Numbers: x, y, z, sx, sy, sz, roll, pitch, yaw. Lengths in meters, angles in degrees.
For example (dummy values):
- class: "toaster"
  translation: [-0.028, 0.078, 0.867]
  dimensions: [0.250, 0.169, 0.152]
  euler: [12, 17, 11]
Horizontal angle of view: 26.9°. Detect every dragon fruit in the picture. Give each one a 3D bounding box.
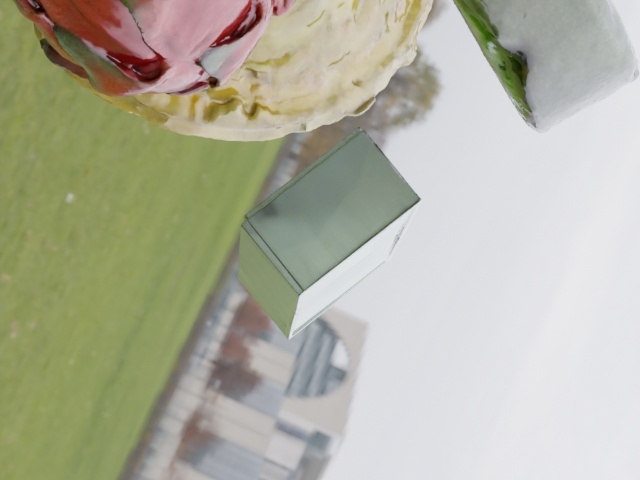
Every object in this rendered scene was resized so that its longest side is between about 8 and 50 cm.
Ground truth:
- class: "dragon fruit"
  translation: [-0.075, -0.126, 0.547]
  dimensions: [0.130, 0.142, 0.121]
  euler: [-63, -163, 7]

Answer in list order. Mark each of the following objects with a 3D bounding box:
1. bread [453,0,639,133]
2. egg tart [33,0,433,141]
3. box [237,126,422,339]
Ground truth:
- class: "bread"
  translation: [0.163, -0.283, 1.249]
  dimensions: [0.129, 0.366, 0.382]
  euler: [-31, 166, 9]
- class: "egg tart"
  translation: [-0.051, -0.219, 0.871]
  dimensions: [0.319, 0.319, 0.128]
  euler: [-66, -172, -17]
- class: "box"
  translation: [0.000, 0.000, 1.178]
  dimensions: [0.129, 0.086, 0.225]
  euler: [-38, 173, -11]
